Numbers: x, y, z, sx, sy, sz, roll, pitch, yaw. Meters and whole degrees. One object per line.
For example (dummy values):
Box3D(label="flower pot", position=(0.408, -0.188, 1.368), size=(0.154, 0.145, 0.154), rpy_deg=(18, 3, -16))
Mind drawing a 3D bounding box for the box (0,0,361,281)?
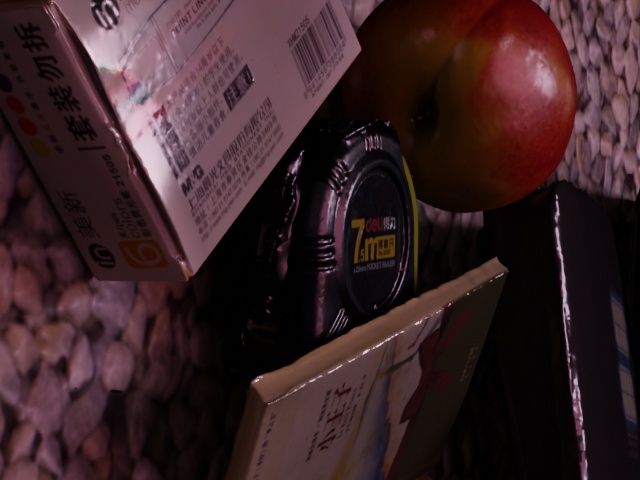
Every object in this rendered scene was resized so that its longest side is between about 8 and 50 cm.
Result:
Box3D(label="box", position=(-0.096, -0.136, 1.163), size=(0.274, 0.091, 0.221), rpy_deg=(-55, 131, -43))

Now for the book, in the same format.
Box3D(label="book", position=(0.025, 0.133, 1.282), size=(0.289, 0.026, 0.201), rpy_deg=(-26, 142, -46))

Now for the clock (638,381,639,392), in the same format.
Box3D(label="clock", position=(0.382, 0.187, 1.767), size=(0.286, 0.117, 0.348), rpy_deg=(-81, 174, -52))

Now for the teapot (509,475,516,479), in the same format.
Box3D(label="teapot", position=(0.175, 0.250, 1.602), size=(0.064, 0.064, 0.083), rpy_deg=(-36, 151, -60))

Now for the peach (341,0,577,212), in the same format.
Box3D(label="peach", position=(0.113, -0.118, 1.398), size=(0.192, 0.190, 0.190), rpy_deg=(-44, 125, -62))

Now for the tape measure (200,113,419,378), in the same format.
Box3D(label="tape measure", position=(0.000, 0.000, 1.291), size=(0.199, 0.112, 0.186), rpy_deg=(-9, 103, -62))

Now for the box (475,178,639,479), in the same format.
Box3D(label="box", position=(0.223, 0.134, 1.555), size=(0.359, 0.091, 0.350), rpy_deg=(20, 63, -69))

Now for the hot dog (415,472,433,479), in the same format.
Box3D(label="hot dog", position=(0.060, 0.200, 1.443), size=(0.090, 0.030, 0.034), rpy_deg=(-20, 104, -56))

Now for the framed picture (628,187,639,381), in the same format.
Box3D(label="framed picture", position=(0.321, 0.029, 1.752), size=(0.281, 0.019, 0.209), rpy_deg=(68, 28, -76))
